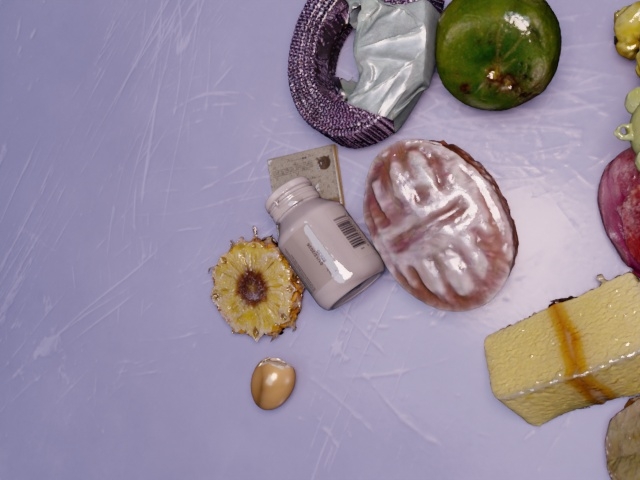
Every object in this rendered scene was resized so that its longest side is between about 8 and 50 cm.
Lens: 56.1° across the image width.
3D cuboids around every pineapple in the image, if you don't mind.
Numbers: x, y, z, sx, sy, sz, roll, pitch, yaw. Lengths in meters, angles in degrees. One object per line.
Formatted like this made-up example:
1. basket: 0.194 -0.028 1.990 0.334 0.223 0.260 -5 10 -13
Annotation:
1. pineapple: -0.121 0.083 1.118 0.221 0.047 0.221 0 89 22

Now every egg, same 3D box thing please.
1. egg: -0.088 0.260 1.084 0.080 0.080 0.096 17 88 18

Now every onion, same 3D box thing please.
1. onion: 0.547 -0.025 0.883 0.227 0.120 0.283 -16 81 21

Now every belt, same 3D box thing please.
1. belt: 0.073 -0.327 1.048 0.260 0.122 0.324 12 89 29

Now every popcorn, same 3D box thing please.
1. popcorn: 0.546 -0.292 0.889 0.169 0.173 0.195 -4 57 -9

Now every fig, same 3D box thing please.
1. fig: 0.298 -0.337 0.985 0.203 0.235 0.203 17 134 18

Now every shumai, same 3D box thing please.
1. shumai: 0.527 0.314 0.868 0.120 0.201 0.201 26 95 -23

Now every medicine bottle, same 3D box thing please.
1. medicine bottle: 0.000 0.000 1.030 0.135 0.135 0.215 -38 77 12

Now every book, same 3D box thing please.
1. book: -0.023 -0.072 1.123 0.139 0.016 0.198 -10 83 17

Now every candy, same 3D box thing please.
1. candy: 0.196 -0.030 0.977 0.214 0.157 0.289 -32 83 28

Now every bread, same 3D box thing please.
1. bread: 0.397 0.182 0.918 0.266 0.142 0.178 -31 90 24

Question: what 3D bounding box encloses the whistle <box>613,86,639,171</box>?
1. whistle: 0.544 -0.154 0.799 0.289 0.106 0.131 -3 70 11
